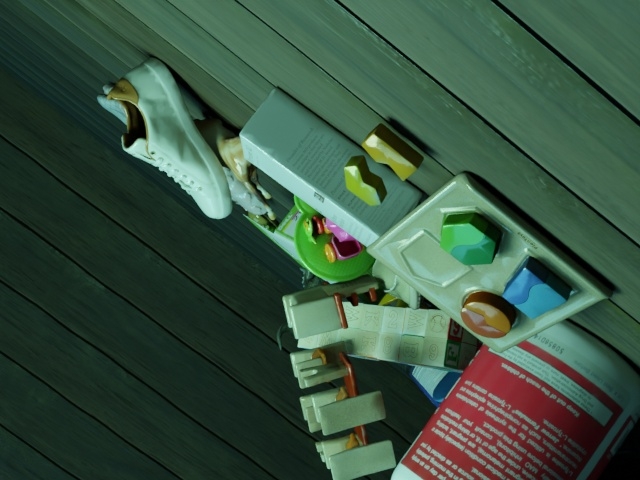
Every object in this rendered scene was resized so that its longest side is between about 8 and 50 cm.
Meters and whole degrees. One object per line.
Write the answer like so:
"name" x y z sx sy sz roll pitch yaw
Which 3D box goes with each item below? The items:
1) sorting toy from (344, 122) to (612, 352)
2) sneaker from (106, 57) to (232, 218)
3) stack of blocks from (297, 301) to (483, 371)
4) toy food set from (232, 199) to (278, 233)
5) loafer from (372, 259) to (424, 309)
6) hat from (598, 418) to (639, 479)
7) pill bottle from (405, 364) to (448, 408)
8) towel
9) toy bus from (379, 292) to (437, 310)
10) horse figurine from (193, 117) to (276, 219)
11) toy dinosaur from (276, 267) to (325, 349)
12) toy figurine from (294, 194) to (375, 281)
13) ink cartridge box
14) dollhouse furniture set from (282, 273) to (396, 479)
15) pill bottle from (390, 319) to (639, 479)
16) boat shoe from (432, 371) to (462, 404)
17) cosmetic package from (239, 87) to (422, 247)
"sorting toy" 0.142 0.010 1.110 0.307 0.041 0.229 38 147 -8
"sneaker" -0.251 -0.140 1.604 0.106 0.123 0.290 9 132 55
"stack of blocks" 0.132 0.160 1.643 0.297 0.087 0.171 3 170 40
"toy food set" -0.153 -0.056 2.318 0.192 0.038 0.132 36 172 7
"loafer" 0.124 0.042 1.441 0.092 0.102 0.268 30 172 8
"hat" 0.430 0.388 1.364 0.134 0.331 0.331 38 172 -25
"pill bottle" 0.258 0.275 2.093 0.219 0.123 0.123 48 179 32
"towel" -0.289 -0.192 2.076 0.332 0.053 0.317 42 171 -38
"toy bus" 0.185 0.171 1.840 0.191 0.104 0.202 46 -177 7
"horse figurine" -0.152 -0.143 1.662 0.263 0.066 0.174 38 163 41
"toy dinosaur" -0.014 0.135 2.245 0.121 0.313 0.160 10 144 5
"toy figurine" 0.029 -0.046 1.411 0.159 0.130 0.173 117 132 -67
"ink cartridge box" 0.000 0.000 1.768 0.189 0.097 0.255 41 172 -34
"dollhouse furniture set" 0.039 0.194 1.468 0.262 0.135 0.259 -137 34 -76
"pill bottle" 0.244 0.308 1.346 0.229 0.407 0.229 36 172 6
"boat shoe" 0.276 0.293 1.822 0.089 0.109 0.258 38 177 -5
"cosmetic package" 0.011 -0.084 1.262 0.231 0.085 0.117 35 171 5
